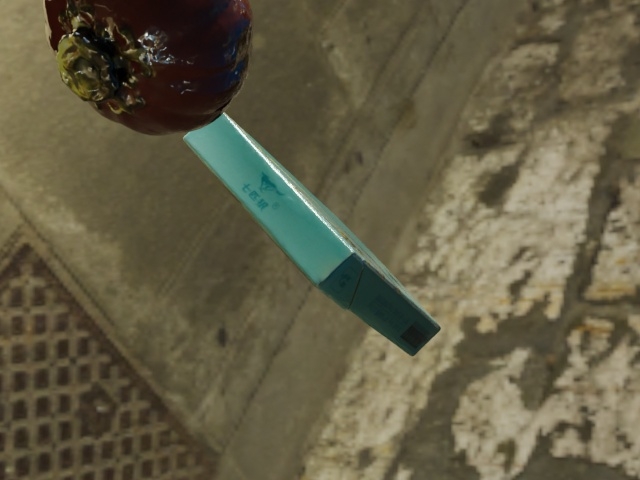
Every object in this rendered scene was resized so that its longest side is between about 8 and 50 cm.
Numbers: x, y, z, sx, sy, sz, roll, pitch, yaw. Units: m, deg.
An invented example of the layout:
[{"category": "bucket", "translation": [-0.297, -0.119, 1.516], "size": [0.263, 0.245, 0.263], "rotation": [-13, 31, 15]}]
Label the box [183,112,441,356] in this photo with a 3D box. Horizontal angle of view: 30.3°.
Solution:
[{"category": "box", "translation": [0.000, 0.000, 0.903], "size": [0.041, 0.162, 0.229], "rotation": [-45, 154, 3]}]

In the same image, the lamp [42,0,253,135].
[{"category": "lamp", "translation": [-0.075, -0.095, 0.521], "size": [0.090, 0.101, 0.101], "rotation": [-47, 123, -39]}]
